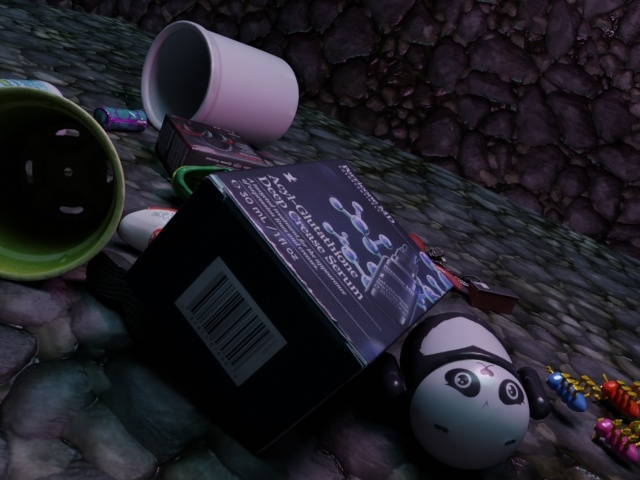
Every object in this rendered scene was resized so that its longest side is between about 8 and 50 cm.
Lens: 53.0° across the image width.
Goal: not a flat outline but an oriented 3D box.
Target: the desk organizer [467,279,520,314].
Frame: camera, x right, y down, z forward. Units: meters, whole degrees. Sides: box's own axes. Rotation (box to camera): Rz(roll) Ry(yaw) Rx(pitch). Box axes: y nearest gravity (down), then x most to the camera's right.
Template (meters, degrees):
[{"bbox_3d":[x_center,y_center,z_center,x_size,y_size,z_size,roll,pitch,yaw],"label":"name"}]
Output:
[{"bbox_3d":[0.422,0.141,1.589,0.130,0.050,0.047,13,21,-25],"label":"desk organizer"}]

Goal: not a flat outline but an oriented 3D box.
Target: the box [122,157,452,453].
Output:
[{"bbox_3d":[-0.021,0.062,0.937,0.293,0.212,0.395,50,25,9],"label":"box"}]

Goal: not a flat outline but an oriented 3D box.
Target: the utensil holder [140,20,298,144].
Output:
[{"bbox_3d":[-0.303,-0.468,2.006,0.328,0.327,0.386,36,21,34],"label":"utensil holder"}]

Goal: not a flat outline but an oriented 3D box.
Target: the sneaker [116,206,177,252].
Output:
[{"bbox_3d":[-0.226,0.024,1.122,0.270,0.090,0.145,20,17,-16],"label":"sneaker"}]

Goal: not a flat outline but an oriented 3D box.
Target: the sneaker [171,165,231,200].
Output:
[{"bbox_3d":[-0.190,-0.098,1.436,0.296,0.109,0.123,11,-2,-8],"label":"sneaker"}]

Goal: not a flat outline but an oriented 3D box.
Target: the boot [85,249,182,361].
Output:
[{"bbox_3d":[-0.229,0.085,0.982,0.247,0.083,0.161,37,18,32],"label":"boot"}]

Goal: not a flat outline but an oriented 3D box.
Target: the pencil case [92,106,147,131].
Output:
[{"bbox_3d":[-0.543,-0.330,1.751,0.070,0.064,0.152,14,14,28],"label":"pencil case"}]

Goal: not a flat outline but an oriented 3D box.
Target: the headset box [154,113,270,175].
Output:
[{"bbox_3d":[-0.276,-0.206,1.647,0.218,0.110,0.293,11,22,-33],"label":"headset box"}]

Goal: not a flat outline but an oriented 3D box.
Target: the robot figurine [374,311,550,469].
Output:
[{"bbox_3d":[0.210,0.213,0.971,0.173,0.209,0.278,56,13,-15],"label":"robot figurine"}]

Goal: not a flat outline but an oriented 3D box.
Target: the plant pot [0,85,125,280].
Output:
[{"bbox_3d":[-0.430,-0.098,1.019,0.276,0.275,0.254,19,7,-10],"label":"plant pot"}]

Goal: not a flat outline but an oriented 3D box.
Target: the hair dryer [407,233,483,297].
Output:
[{"bbox_3d":[0.283,0.058,1.615,0.294,0.080,0.223,5,26,-40],"label":"hair dryer"}]

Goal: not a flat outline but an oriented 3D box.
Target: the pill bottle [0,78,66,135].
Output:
[{"bbox_3d":[-0.656,-0.255,1.302,0.146,0.146,0.264,28,20,14],"label":"pill bottle"}]

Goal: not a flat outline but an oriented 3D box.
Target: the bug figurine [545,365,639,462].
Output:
[{"bbox_3d":[0.551,0.327,1.208,0.279,0.072,0.216,15,26,-34],"label":"bug figurine"}]
